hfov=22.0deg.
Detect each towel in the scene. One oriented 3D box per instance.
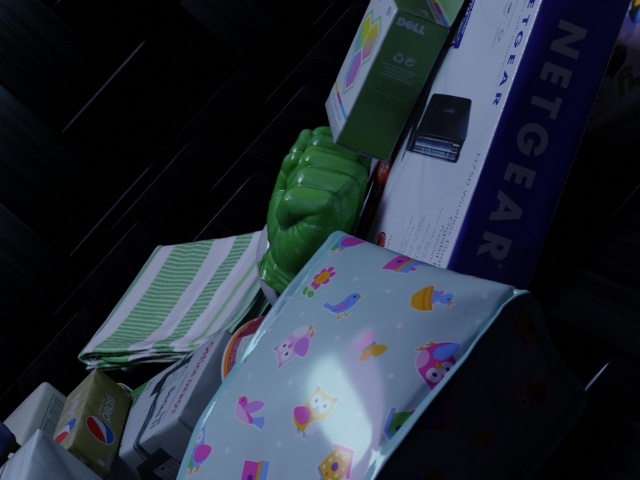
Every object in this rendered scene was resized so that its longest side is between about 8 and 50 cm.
[{"bbox_3d":[-0.173,0.074,2.260,0.325,0.038,0.248,-11,36,46],"label":"towel"}]

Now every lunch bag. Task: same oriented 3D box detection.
[{"bbox_3d":[0.033,0.146,1.239,0.223,0.160,0.262,17,60,47],"label":"lunch bag"}]

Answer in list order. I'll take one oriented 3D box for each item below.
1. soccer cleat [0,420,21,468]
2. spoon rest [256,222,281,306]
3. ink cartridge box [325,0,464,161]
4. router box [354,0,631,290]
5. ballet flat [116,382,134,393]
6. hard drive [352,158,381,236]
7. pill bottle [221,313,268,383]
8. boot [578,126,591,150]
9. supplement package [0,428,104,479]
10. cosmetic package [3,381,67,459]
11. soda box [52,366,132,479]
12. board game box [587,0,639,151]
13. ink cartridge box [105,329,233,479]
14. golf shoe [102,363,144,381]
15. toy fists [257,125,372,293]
[{"bbox_3d":[-0.455,0.271,1.896,0.289,0.121,0.093,-39,17,37],"label":"soccer cleat"},{"bbox_3d":[0.000,0.000,1.954,0.084,0.137,0.276,-10,19,25],"label":"spoon rest"},{"bbox_3d":[0.076,-0.197,1.658,0.109,0.062,0.209,-102,34,-63],"label":"ink cartridge box"},{"bbox_3d":[0.148,-0.094,1.566,0.301,0.082,0.335,-155,84,-75],"label":"router box"},{"bbox_3d":[-0.265,0.228,2.234,0.057,0.052,0.168,-50,14,-8],"label":"ballet flat"},{"bbox_3d":[0.094,-0.115,1.897,0.210,0.040,0.319,116,177,-56],"label":"hard drive"},{"bbox_3d":[-0.002,0.119,1.606,0.121,0.121,0.221,-55,15,-25],"label":"pill bottle"},{"bbox_3d":[0.210,-0.136,1.732,0.262,0.095,0.203,-37,19,30],"label":"boot"},{"bbox_3d":[-0.305,0.375,1.655,0.262,0.199,0.198,-45,15,12],"label":"supplement package"},{"bbox_3d":[-0.335,0.320,1.980,0.113,0.160,0.309,-44,14,17],"label":"cosmetic package"},{"bbox_3d":[-0.267,0.222,1.890,0.061,0.058,0.181,-45,16,19],"label":"soda box"},{"bbox_3d":[0.363,-0.232,1.490,0.305,0.053,0.193,-35,40,42],"label":"board game box"},{"bbox_3d":[-0.162,0.213,1.897,0.208,0.087,0.153,-34,20,41],"label":"ink cartridge box"},{"bbox_3d":[-0.263,0.149,2.435,0.198,0.077,0.094,-38,35,41],"label":"golf shoe"},{"bbox_3d":[-0.004,-0.043,1.737,0.279,0.096,0.142,-69,4,-74],"label":"toy fists"}]
